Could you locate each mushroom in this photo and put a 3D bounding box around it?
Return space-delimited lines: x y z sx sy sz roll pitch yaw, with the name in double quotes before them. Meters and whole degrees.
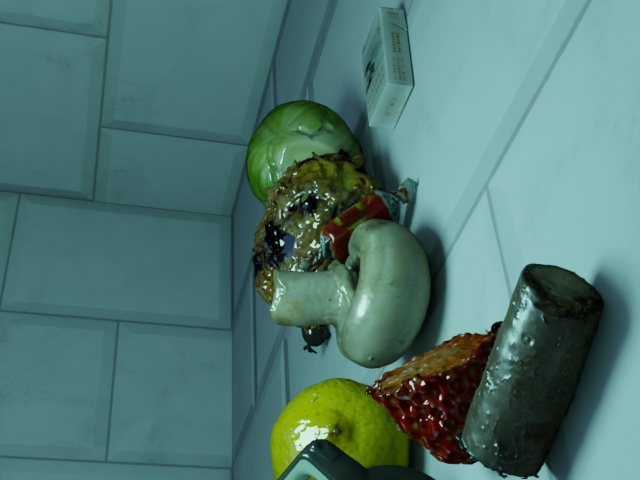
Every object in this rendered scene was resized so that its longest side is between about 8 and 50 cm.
"mushroom" 0.054 0.091 1.794 0.292 0.290 0.293 -170 90 -84

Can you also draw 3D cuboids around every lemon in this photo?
"lemon" 0.039 0.394 1.793 0.293 0.293 0.293 -174 90 -77

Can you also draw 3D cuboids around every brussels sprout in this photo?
"brussels sprout" -0.043 -0.193 2.348 0.289 0.281 0.355 -50 7 1

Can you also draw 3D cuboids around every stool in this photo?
"stool" -0.028 0.190 2.539 0.121 0.125 0.217 5 -116 -76

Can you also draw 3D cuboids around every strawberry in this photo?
"strawberry" 0.205 0.240 1.442 0.178 0.234 0.234 64 166 -2

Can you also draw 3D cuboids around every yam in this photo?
"yam" 0.268 0.174 1.222 0.131 0.131 0.280 -106 26 -59

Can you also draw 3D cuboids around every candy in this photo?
"candy" 0.078 -0.030 1.915 0.059 0.292 0.086 44 165 47

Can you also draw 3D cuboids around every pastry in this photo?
"pastry" 0.001 0.017 2.098 0.405 0.292 0.337 -66 30 29

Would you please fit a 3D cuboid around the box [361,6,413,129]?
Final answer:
"box" 0.146 -0.384 2.134 0.149 0.067 0.233 117 155 -53

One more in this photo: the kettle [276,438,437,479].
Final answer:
"kettle" 0.046 0.536 1.600 0.361 0.250 0.377 39 131 24
